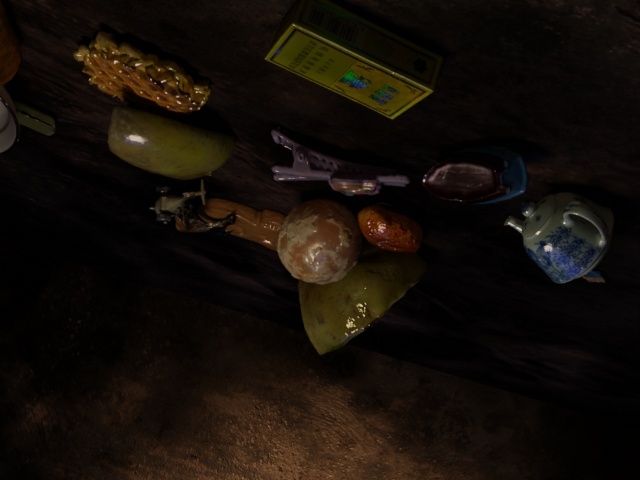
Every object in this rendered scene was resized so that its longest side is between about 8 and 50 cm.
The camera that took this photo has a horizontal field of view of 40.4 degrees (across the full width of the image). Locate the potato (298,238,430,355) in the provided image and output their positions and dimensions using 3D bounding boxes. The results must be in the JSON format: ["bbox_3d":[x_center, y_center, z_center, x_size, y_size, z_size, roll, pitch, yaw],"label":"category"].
[{"bbox_3d":[0.092,0.079,2.088,0.213,0.330,0.280,50,137,-1],"label":"potato"}]

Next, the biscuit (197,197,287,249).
[{"bbox_3d":[-0.153,-0.026,2.281,0.355,0.052,0.275,18,164,-2],"label":"biscuit"}]

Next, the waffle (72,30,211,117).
[{"bbox_3d":[-0.327,-0.293,1.568,0.243,0.059,0.238,25,167,-18],"label":"waffle"}]

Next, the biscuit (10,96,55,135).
[{"bbox_3d":[-0.748,-0.322,1.955,0.322,0.038,0.099,24,163,-20],"label":"biscuit"}]

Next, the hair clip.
[{"bbox_3d":[0.026,-0.127,1.660,0.278,0.090,0.137,19,173,-1],"label":"hair clip"}]

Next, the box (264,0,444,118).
[{"bbox_3d":[0.046,-0.258,1.234,0.220,0.064,0.141,24,163,-14],"label":"box"}]

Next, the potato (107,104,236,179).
[{"bbox_3d":[-0.338,-0.191,1.687,0.269,0.112,0.255,11,180,18],"label":"potato"}]

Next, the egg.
[{"bbox_3d":[0.000,0.000,1.943,0.195,0.195,0.233,23,147,-18],"label":"egg"}]

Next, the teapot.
[{"bbox_3d":[0.410,-0.021,1.497,0.159,0.159,0.232,22,168,-13],"label":"teapot"}]

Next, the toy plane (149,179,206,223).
[{"bbox_3d":[-0.360,-0.098,2.216,0.108,0.092,0.286,1,172,-22],"label":"toy plane"}]

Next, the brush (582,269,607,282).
[{"bbox_3d":[0.550,0.053,1.829,0.051,0.014,0.164,1,157,42],"label":"brush"}]

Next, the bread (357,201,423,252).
[{"bbox_3d":[0.153,-0.015,1.896,0.139,0.095,0.269,22,170,13],"label":"bread"}]

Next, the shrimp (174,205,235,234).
[{"bbox_3d":[-0.288,-0.045,2.150,0.152,0.046,0.219,1,169,-2],"label":"shrimp"}]

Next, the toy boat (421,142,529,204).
[{"bbox_3d":[0.264,-0.112,1.466,0.097,0.100,0.223,-14,-171,-30],"label":"toy boat"}]

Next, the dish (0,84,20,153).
[{"bbox_3d":[-0.765,-0.312,1.826,0.316,0.106,0.316,10,148,6],"label":"dish"}]

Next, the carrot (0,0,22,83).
[{"bbox_3d":[-0.588,-0.364,1.499,0.114,0.114,0.302,19,164,-4],"label":"carrot"}]
